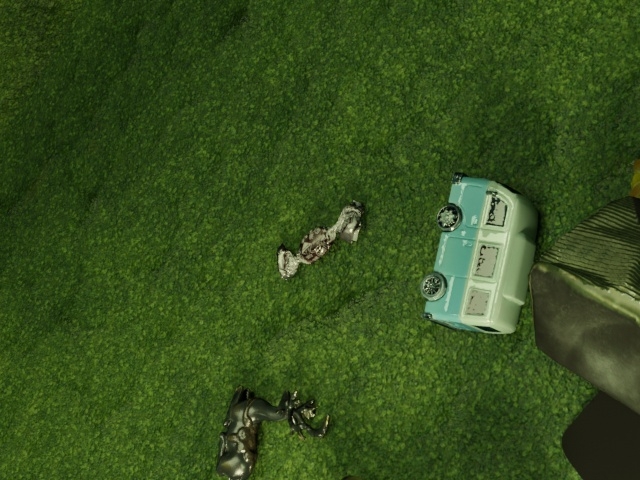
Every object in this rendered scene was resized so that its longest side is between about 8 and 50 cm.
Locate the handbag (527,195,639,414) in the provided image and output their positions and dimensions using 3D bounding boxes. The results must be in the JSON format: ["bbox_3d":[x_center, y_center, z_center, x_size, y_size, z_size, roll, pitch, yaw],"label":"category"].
[{"bbox_3d":[0.503,0.101,1.712,0.240,0.247,0.340,-37,46,-21],"label":"handbag"}]

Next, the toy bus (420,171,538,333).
[{"bbox_3d":[0.292,0.026,1.995,0.164,0.133,0.271,8,81,35],"label":"toy bus"}]

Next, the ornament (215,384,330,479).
[{"bbox_3d":[-0.091,0.383,2.193,0.236,0.080,0.202,-4,67,37],"label":"ornament"}]

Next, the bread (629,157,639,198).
[{"bbox_3d":[0.597,-0.091,1.817,0.213,0.104,0.213,-12,69,35],"label":"bread"}]

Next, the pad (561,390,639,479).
[{"bbox_3d":[0.490,0.360,1.756,0.181,0.004,0.267,-59,46,31],"label":"pad"}]

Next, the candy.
[{"bbox_3d":[0.000,0.000,2.291,0.226,0.051,0.094,-35,45,21],"label":"candy"}]

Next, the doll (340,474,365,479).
[{"bbox_3d":[0.104,0.522,1.927,0.260,0.177,0.162,6,111,41],"label":"doll"}]
